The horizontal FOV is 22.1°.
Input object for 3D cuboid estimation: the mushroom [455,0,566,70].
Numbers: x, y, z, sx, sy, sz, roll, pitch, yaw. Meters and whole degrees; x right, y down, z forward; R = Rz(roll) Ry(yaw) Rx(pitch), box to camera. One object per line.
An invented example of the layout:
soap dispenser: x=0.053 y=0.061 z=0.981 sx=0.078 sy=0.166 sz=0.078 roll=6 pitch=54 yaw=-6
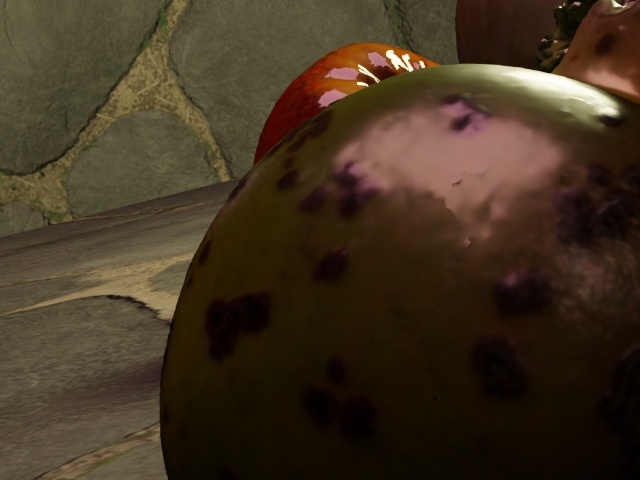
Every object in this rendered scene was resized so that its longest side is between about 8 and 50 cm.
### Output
mushroom: x=0.256 y=-0.149 z=1.196 sx=0.290 sy=0.297 sz=0.297 roll=-39 pitch=7 yaw=-1

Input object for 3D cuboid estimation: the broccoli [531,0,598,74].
broccoli: x=0.208 y=-0.016 z=0.791 sx=0.252 sy=0.221 sz=0.361 roll=23 pitch=7 yaw=-1

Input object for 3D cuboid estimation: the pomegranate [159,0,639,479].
pomegranate: x=0.068 y=0.026 z=0.469 sx=0.198 sy=0.198 sz=0.246 roll=-5 pitch=38 yaw=49

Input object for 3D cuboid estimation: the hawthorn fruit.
hawthorn fruit: x=0.028 y=-0.037 z=1.295 sx=0.196 sy=0.196 sz=0.225 roll=-19 pitch=-28 yaw=-47
